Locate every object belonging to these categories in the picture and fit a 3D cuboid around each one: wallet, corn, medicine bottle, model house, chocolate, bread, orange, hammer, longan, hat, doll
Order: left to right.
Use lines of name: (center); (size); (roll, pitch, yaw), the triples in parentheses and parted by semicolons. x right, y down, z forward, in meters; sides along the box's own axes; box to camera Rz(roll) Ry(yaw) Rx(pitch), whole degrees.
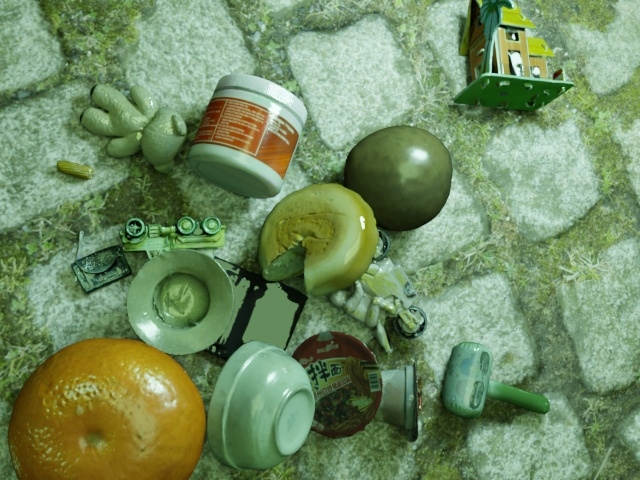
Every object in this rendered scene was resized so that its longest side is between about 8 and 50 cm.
corn: (-0.623, -0.179, 1.774); (0.092, 0.037, 0.037); (15, 77, -10)
wallet: (-0.548, 0.070, 1.751); (0.129, 0.026, 0.088); (-26, 89, -25)
orange: (-0.468, 0.420, 1.564); (0.423, 0.326, 0.424); (0, 86, 0)
doll: (-0.474, -0.305, 1.806); (0.278, 0.175, 0.149); (26, 37, -1)
hat: (-0.342, 0.151, 1.719); (0.257, 0.130, 0.257); (1, 86, -10)
wallet: (-0.221, 0.188, 1.821); (0.322, 0.041, 0.247); (26, 77, -9)
medicine bottle: (-0.186, -0.261, 1.794); (0.252, 0.252, 0.241); (21, 77, -11)
bread: (0.000, 0.000, 1.794); (0.160, 0.333, 0.333); (40, 66, -53)
chocolate: (0.193, 0.420, 1.845); (0.147, 0.221, 0.221); (-4, 81, 11)
longan: (0.208, -0.166, 1.883); (0.297, 0.297, 0.297); (3, 80, -15)
hammer: (0.500, 0.419, 1.952); (0.335, 0.119, 0.207); (21, 76, -18)
model house: (0.572, -0.586, 2.017); (0.300, 0.340, 0.324); (1, 77, -17)

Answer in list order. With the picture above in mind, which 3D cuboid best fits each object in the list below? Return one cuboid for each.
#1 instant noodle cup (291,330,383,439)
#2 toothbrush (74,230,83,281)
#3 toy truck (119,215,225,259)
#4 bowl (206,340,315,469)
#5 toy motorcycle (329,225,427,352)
instant noodle cup: (0.048, 0.367, 1.807); (0.274, 0.090, 0.274); (-3, 84, 25)
toothbrush: (-0.607, 0.040, 1.754); (0.011, 0.013, 0.131); (7, 78, -17)
toy truck: (-0.374, 0.010, 1.764); (0.259, 0.128, 0.135); (2, 85, -15)
bowl: (-0.122, 0.405, 1.662); (0.163, 0.307, 0.307); (11, 74, 30)
toy motorcycle: (0.141, 0.143, 1.879); (0.222, 0.108, 0.341); (-28, 101, 4)
